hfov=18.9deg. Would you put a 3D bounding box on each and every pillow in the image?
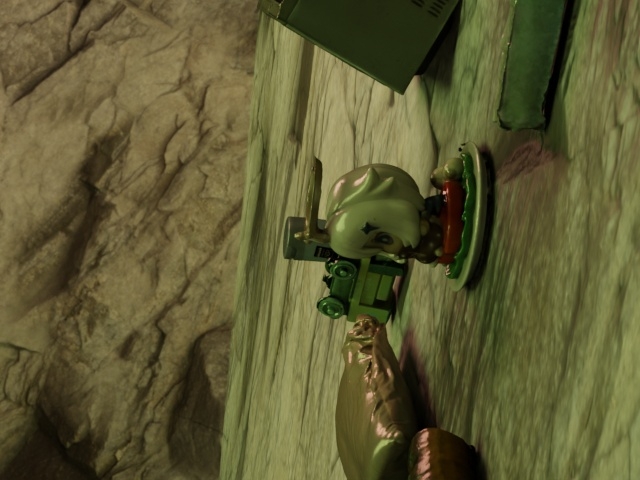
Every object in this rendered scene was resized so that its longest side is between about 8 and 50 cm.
[{"bbox_3d":[0.053,0.187,1.816,0.270,0.067,0.173,-101,12,-63],"label":"pillow"}]

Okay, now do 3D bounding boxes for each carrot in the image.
[{"bbox_3d":[0.097,0.253,1.456,0.260,0.070,0.070,-92,10,-48],"label":"carrot"}]

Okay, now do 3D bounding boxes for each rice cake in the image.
[{"bbox_3d":[0.157,-0.177,1.376,0.034,0.043,0.210,-84,3,-66],"label":"rice cake"}]

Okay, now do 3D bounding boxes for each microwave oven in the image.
[{"bbox_3d":[0.037,-0.237,1.854,0.129,0.163,0.205,-60,12,6],"label":"microwave oven"}]

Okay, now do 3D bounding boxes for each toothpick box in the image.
[{"bbox_3d":[0.000,0.000,2.268,0.052,0.083,0.052,-175,90,-82],"label":"toothpick box"}]

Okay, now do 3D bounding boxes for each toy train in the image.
[{"bbox_3d":[0.040,0.041,1.953,0.122,0.081,0.050,105,176,-48],"label":"toy train"}]

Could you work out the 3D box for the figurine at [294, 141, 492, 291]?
[{"bbox_3d":[0.056,-0.028,1.610,0.132,0.154,0.132,-174,90,-82],"label":"figurine"}]
